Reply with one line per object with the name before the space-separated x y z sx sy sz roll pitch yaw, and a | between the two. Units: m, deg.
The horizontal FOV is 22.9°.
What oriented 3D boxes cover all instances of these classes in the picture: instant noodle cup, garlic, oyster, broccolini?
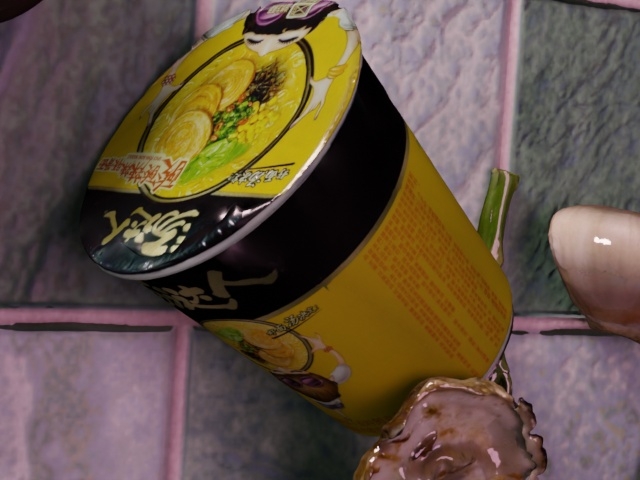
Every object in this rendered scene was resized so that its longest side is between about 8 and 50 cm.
instant noodle cup | 0.000 0.000 0.993 0.236 0.215 0.215 46 72 -34
garlic | 0.251 0.026 1.161 0.174 0.124 0.099 16 82 14
oyster | 0.071 0.232 1.031 0.128 0.078 0.345 -17 123 -28
broccolini | 0.125 0.067 1.152 0.054 0.051 0.239 5 85 -24

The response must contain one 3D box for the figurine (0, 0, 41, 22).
figurine | -0.223 -0.179 0.868 0.158 0.161 0.275 46 66 -3
